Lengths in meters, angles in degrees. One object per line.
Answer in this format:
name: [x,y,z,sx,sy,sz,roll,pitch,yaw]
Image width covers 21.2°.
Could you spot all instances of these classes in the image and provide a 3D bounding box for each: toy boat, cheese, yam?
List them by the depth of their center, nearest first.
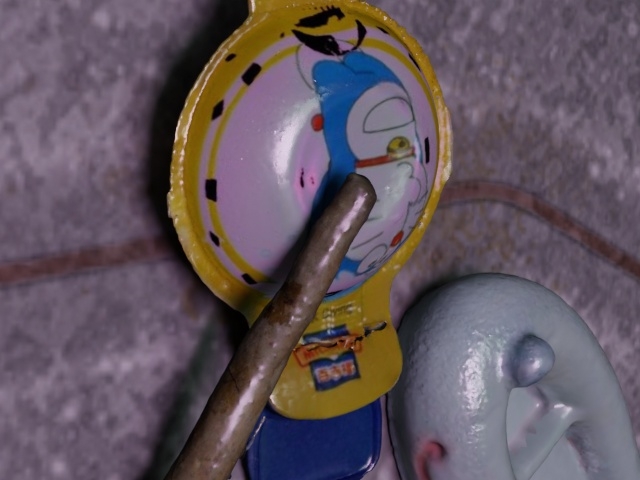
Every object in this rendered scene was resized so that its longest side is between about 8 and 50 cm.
yam: [-0.036,0.076,0.734,0.029,0.027,0.234,29,94,-11]
cheese: [0.000,0.000,0.778,0.156,0.064,0.250,-13,112,-32]
toy boat: [0.112,0.108,0.875,0.134,0.079,0.207,-41,119,-28]
